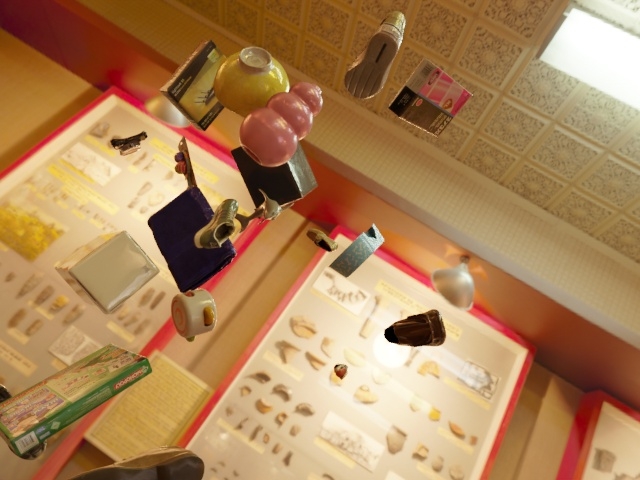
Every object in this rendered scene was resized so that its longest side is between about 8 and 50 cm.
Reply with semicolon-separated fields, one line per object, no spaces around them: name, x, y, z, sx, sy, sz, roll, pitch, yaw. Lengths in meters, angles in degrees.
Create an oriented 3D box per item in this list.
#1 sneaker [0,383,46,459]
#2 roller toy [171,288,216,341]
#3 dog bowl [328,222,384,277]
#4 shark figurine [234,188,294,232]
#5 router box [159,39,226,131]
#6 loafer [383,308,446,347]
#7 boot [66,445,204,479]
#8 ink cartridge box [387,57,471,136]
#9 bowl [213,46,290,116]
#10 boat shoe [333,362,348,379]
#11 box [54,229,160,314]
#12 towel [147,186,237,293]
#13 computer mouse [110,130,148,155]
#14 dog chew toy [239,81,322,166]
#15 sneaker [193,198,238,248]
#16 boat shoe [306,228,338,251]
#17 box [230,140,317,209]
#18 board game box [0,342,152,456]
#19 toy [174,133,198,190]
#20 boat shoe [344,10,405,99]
sneaker;-0.900;0.522;1.421;0.106;0.101;0.267;-17;-74;47
roller toy;-0.525;0.301;2.041;0.191;0.146;0.209;60;-42;24
dog bowl;0.132;0.038;1.662;0.074;0.297;0.166;46;-66;5
shark figurine;-0.216;-0.126;1.764;0.278;0.166;0.116;-9;-66;54
router box;-0.511;-0.677;2.132;0.081;0.308;0.243;22;-17;44
loafer;0.346;0.350;1.826;0.366;0.130;0.133;129;-49;-65
boot;-0.424;0.529;1.078;0.306;0.112;0.115;1;1;-33
ink cartridge box;0.371;-0.436;1.554;0.069;0.371;0.175;49;-65;25
bowl;-0.242;-0.606;1.777;0.290;0.289;0.156;32;-34;8
boat shoe;0.066;0.443;1.674;0.043;0.049;0.137;43;-1;3
box;-0.501;0.068;1.126;0.311;0.148;0.121;-4;-55;56
towel;-0.424;-0.005;1.609;0.308;0.228;0.076;57;5;22
computer mouse;-0.584;-0.294;1.473;0.193;0.106;0.042;0;-65;66
dog chew toy;-0.123;-0.412;1.681;0.207;0.332;0.206;42;-7;7
sneaker;-0.268;-0.044;1.372;0.086;0.192;0.064;7;-44;31
boat shoe;0.000;0.000;1.819;0.135;0.045;0.050;28;-55;19
box;-0.188;-0.312;2.148;0.212;0.395;0.293;-21;-81;13
board game box;-0.597;0.362;1.166;0.214;0.317;0.046;2;-67;44
toy;-0.546;-0.283;1.935;0.137;0.056;0.237;-25;-97;60
boat shoe;0.154;-0.487;1.313;0.109;0.094;0.302;33;-19;-8
